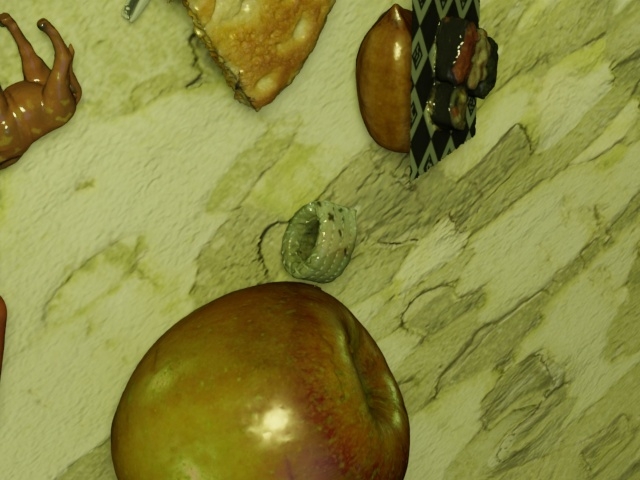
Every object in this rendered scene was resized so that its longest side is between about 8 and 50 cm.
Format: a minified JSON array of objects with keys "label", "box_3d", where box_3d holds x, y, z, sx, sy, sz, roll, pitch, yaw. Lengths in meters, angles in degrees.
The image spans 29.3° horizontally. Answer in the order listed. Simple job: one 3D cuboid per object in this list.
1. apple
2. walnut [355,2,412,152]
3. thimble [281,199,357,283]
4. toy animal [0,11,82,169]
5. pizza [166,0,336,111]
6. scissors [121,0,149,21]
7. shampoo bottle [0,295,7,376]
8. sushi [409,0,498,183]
[{"label":"apple","box_3d":[-0.075,0.241,1.552,0.374,0.374,0.384,-55,174,12]},{"label":"walnut","box_3d":[0.095,-0.195,1.471,0.116,0.116,0.207,-26,134,-17]},{"label":"thimble","box_3d":[0.000,0.000,1.561,0.062,0.084,0.110,11,117,-40]},{"label":"toy animal","box_3d":[-0.346,-0.104,1.248,0.224,0.066,0.229,-20,127,-19]},{"label":"pizza","box_3d":[-0.072,-0.289,1.284,0.226,0.086,0.335,-12,129,-37]},{"label":"scissors","box_3d":[-0.156,-0.304,1.263,0.085,0.022,0.176,21,105,-51]},{"label":"shampoo bottle","box_3d":[-0.395,0.106,1.365,0.085,0.085,0.244,-7,123,-32]},{"label":"sushi","box_3d":[0.170,-0.203,1.440,0.219,0.047,0.231,-36,131,-56]}]
